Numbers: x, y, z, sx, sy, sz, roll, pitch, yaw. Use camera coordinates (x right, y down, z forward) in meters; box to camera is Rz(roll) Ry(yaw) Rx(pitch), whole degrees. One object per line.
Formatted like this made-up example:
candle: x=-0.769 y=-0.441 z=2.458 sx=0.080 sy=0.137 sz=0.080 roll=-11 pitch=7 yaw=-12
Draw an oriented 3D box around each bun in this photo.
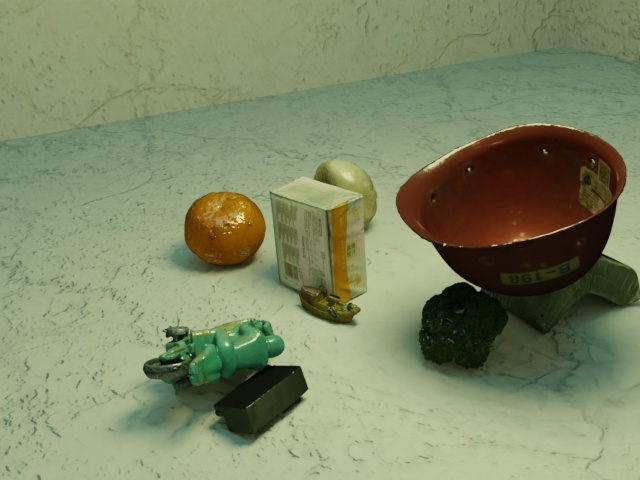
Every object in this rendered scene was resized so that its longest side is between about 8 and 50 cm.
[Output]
bun: x=0.067 y=-0.122 z=1.916 sx=0.127 sy=0.193 sz=0.178 roll=-21 pitch=22 yaw=-25

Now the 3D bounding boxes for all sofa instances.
sofa: x=-0.096 y=0.266 z=1.277 sx=0.085 sy=0.060 sz=0.147 roll=-5 pitch=18 yaw=40
sofa: x=0.487 y=0.088 z=1.549 sx=0.225 sy=0.176 sz=0.210 roll=15 pitch=12 yaw=-34

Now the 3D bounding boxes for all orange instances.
orange: x=-0.223 y=-0.025 z=1.791 sx=0.193 sy=0.161 sz=0.193 roll=0 pitch=36 yaw=0

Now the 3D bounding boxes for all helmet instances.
helmet: x=0.351 y=-0.021 z=1.370 sx=0.384 sy=0.230 sz=0.338 roll=-16 pitch=36 yaw=10

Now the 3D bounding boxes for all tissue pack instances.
tissue pack: x=0.000 y=0.000 z=1.625 sx=0.185 sy=0.225 sz=0.124 roll=19 pitch=34 yaw=40

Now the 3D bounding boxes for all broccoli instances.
broccoli: x=0.248 y=0.155 z=1.370 sx=0.145 sy=0.138 sz=0.162 roll=32 pitch=73 yaw=29

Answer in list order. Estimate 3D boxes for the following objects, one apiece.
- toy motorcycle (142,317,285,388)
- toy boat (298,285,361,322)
toy motorcycle: x=-0.168 y=0.197 z=1.337 sx=0.198 sy=0.109 sz=0.296 roll=-3 pitch=7 yaw=29
toy boat: x=0.016 y=0.130 z=1.550 sx=0.149 sy=0.049 sz=0.047 roll=17 pitch=31 yaw=36
